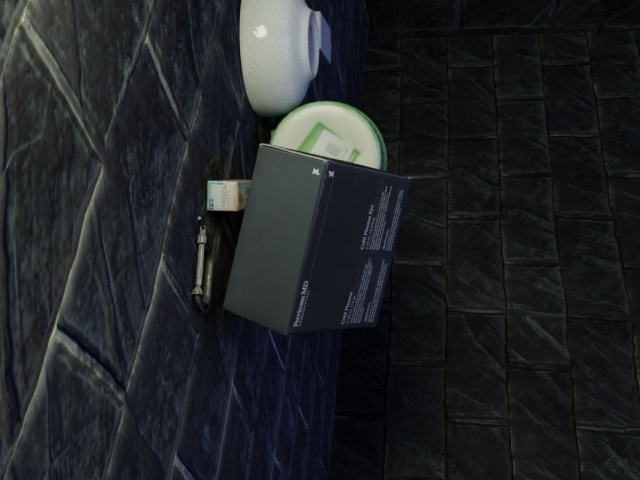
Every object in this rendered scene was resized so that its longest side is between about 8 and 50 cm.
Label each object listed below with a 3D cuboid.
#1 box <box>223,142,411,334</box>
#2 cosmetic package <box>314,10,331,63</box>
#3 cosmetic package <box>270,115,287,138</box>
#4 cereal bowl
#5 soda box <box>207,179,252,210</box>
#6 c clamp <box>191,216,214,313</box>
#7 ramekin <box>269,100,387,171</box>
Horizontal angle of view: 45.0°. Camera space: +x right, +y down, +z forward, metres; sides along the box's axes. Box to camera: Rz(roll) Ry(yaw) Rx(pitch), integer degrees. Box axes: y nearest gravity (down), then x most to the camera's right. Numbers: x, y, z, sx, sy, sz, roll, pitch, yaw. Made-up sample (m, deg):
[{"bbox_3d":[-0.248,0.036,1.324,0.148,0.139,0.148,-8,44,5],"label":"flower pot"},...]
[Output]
[{"bbox_3d":[0.000,0.000,1.582,0.312,0.179,0.343,5,100,-54],"label":"box"},{"bbox_3d":[-0.022,-0.624,2.394,0.231,0.085,0.117,-3,93,-83],"label":"cosmetic package"},{"bbox_3d":[-0.007,-0.142,2.110,0.156,0.217,0.385,-69,159,-65],"label":"cosmetic package"},{"bbox_3d":[-0.085,-0.464,1.840,0.339,0.141,0.339,1,90,-80],"label":"cereal bowl"},{"bbox_3d":[-0.172,-0.092,1.550,0.183,0.063,0.058,-27,119,-80],"label":"soda box"},{"bbox_3d":[-0.218,0.051,1.421,0.137,0.022,0.160,74,17,-76],"label":"c clamp"},{"bbox_3d":[0.013,-0.197,1.884,0.148,0.303,0.303,-35,125,-86],"label":"ramekin"}]
